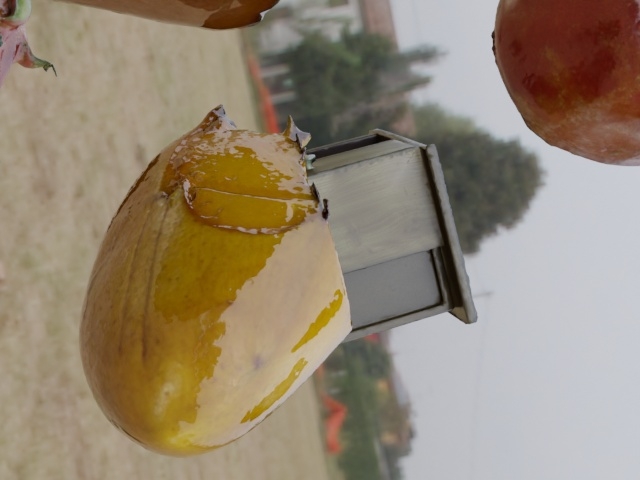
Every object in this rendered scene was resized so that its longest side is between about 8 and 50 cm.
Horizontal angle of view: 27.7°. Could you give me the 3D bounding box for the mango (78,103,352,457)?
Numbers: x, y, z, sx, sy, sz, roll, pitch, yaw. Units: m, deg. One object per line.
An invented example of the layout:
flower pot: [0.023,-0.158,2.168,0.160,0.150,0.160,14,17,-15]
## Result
mango: [-0.055,0.027,0.713,0.252,0.154,0.126,-79,154,-57]

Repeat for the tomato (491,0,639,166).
tomato: [0.275,-0.175,1.121,0.139,0.233,0.200,128,-30,-71]

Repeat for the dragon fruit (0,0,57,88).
dragon fruit: [-0.326,-0.182,1.210,0.135,0.137,0.236,127,-62,-81]

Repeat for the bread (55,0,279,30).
bread: [-0.129,-0.245,0.625,0.333,0.323,0.143,136,-43,-59]

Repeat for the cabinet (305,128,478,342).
cabinet: [0.000,0.000,1.032,0.215,0.174,0.148,-139,-146,-77]
